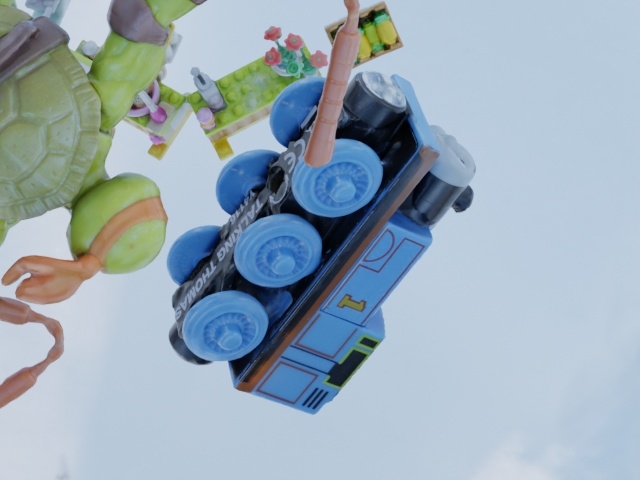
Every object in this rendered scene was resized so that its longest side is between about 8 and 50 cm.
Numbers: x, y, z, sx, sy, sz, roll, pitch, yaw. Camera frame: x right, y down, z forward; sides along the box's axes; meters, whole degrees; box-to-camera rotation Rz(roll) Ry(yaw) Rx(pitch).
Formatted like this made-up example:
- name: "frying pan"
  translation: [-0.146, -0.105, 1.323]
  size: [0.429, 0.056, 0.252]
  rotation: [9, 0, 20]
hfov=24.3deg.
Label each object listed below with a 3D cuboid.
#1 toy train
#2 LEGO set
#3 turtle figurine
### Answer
- name: "toy train"
  translation: [0.000, 0.000, 0.729]
  size: [0.105, 0.080, 0.184]
  rotation: [22, 119, -30]
- name: "LEGO set"
  translation: [-0.091, -0.131, 1.033]
  size: [0.287, 0.132, 0.107]
  rotation: [7, 166, 11]
- name: "turtle figurine"
  translation: [-0.133, -0.051, 0.564]
  size: [0.217, 0.087, 0.269]
  rotation: [48, 113, 8]
